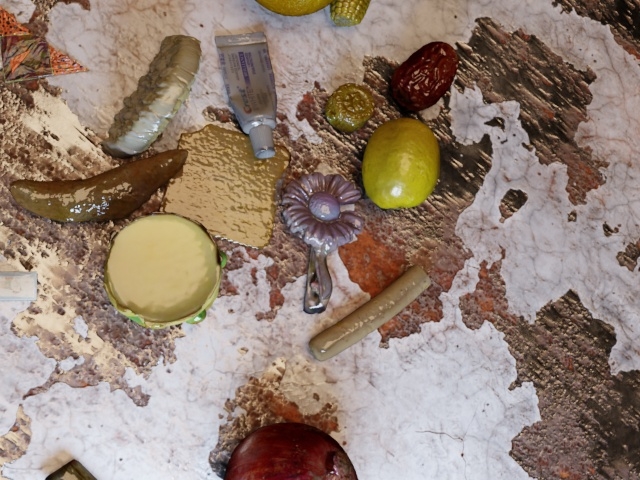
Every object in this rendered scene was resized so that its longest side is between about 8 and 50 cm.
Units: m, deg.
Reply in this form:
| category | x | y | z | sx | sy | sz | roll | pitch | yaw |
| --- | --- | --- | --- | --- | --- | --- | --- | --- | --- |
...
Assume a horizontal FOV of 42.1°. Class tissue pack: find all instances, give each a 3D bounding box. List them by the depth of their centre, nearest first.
| category | x | y | z | sx | sy | sz | roll | pitch | yaw |
| --- | --- | --- | --- | --- | --- | --- | --- | --- | --- |
| tissue pack | -0.585 | 0.085 | 1.551 | 0.108 | 0.023 | 0.056 | 0 | 81 | -17 |

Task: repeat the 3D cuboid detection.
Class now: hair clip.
| category | x | y | z | sx | sy | sz | roll | pitch | yaw |
| --- | --- | --- | --- | --- | --- | --- | --- | --- | --- |
| hair clip | 0.002 | 0.001 | 1.714 | 0.173 | 0.069 | 0.301 | 4 | 80 | -16 |

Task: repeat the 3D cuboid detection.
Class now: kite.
| category | x | y | z | sx | sy | sz | roll | pitch | yaw |
| --- | --- | --- | --- | --- | --- | --- | --- | --- | --- |
| kite | -0.582 | -0.356 | 1.635 | 0.222 | 0.008 | 0.125 | 35 | 76 | -8 |

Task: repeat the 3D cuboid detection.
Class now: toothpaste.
| category | x | y | z | sx | sy | sz | roll | pitch | yaw |
| --- | --- | --- | --- | --- | --- | --- | --- | --- | --- |
| toothpaste | -0.140 | -0.305 | 1.730 | 0.099 | 0.068 | 0.283 | 1 | 71 | -44 |

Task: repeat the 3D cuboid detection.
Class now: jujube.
| category | x | y | z | sx | sy | sz | roll | pitch | yaw |
| --- | --- | --- | --- | --- | --- | --- | --- | --- | --- |
| jujube | 0.233 | -0.363 | 1.823 | 0.176 | 0.109 | 0.112 | -46 | 129 | -21 |

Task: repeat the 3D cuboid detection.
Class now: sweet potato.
| category | x | y | z | sx | sy | sz | roll | pitch | yaw |
| --- | --- | --- | --- | --- | --- | --- | --- | --- | --- |
| sweet potato | -0.409 | -0.093 | 1.596 | 0.341 | 0.092 | 0.114 | -14 | 94 | -18 |

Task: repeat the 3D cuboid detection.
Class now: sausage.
| category | x | y | z | sx | sy | sz | roll | pitch | yaw |
| --- | --- | --- | --- | --- | --- | --- | --- | --- | --- |
| sausage | 0.105 | 0.152 | 1.724 | 0.301 | 0.066 | 0.066 | -34 | 92 | -17 |

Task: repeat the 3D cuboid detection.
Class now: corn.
| category | x | y | z | sx | sy | sz | roll | pitch | yaw |
| --- | --- | --- | --- | --- | --- | --- | --- | --- | --- |
| corn | 0.087 | -0.612 | 1.827 | 0.106 | 0.106 | 0.305 | 20 | 79 | -13 |

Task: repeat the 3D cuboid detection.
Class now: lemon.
| category | x | y | z | sx | sy | sz | roll | pitch | yaw |
| --- | --- | --- | --- | --- | --- | --- | --- | --- | --- |
| lemon | 0.169 | -0.162 | 1.742 | 0.170 | 0.170 | 0.207 | 14 | 76 | -14 |

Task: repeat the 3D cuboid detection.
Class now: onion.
| category | x | y | z | sx | sy | sz | roll | pitch | yaw |
| --- | --- | --- | --- | --- | --- | --- | --- | --- | --- |
| onion | -0.045 | 0.467 | 1.520 | 0.276 | 0.276 | 0.276 | 3 | 80 | -16 |

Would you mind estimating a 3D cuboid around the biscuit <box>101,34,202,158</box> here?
| category | x | y | z | sx | sy | sz | roll | pitch | yaw |
| --- | --- | --- | --- | --- | --- | --- | --- | --- | --- |
| biscuit | -0.312 | -0.279 | 1.624 | 0.084 | 0.179 | 0.281 | 35 | 80 | -30 |

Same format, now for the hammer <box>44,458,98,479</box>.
| category | x | y | z | sx | sy | sz | roll | pitch | yaw |
| --- | --- | --- | --- | --- | --- | --- | --- | --- | --- |
| hammer | -0.332 | 0.552 | 1.528 | 0.409 | 0.095 | 0.242 | 43 | 72 | 0 |

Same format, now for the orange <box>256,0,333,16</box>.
| category | x | y | z | sx | sy | sz | roll | pitch | yaw |
| --- | --- | --- | --- | --- | --- | --- | --- | --- | --- |
| orange | -0.051 | -0.596 | 1.691 | 0.274 | 0.274 | 0.274 | 3 | 80 | -16 |

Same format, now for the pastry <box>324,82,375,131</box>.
| category | x | y | z | sx | sy | sz | roll | pitch | yaw |
| --- | --- | --- | --- | --- | --- | --- | --- | --- | --- |
| pastry | 0.063 | -0.285 | 1.788 | 0.109 | 0.057 | 0.097 | -24 | 83 | -21 |

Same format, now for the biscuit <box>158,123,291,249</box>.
| category | x | y | z | sx | sy | sz | roll | pitch | yaw |
| --- | --- | --- | --- | --- | --- | --- | --- | --- | --- |
| biscuit | -0.192 | -0.116 | 1.706 | 0.236 | 0.013 | 0.232 | 17 | 77 | -14 |

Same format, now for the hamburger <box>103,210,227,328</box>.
| category | x | y | z | sx | sy | sz | roll | pitch | yaw |
| --- | --- | --- | --- | --- | --- | --- | --- | --- | --- |
| hamburger | -0.292 | 0.063 | 1.578 | 0.237 | 0.149 | 0.237 | 1 | 79 | -7 |
